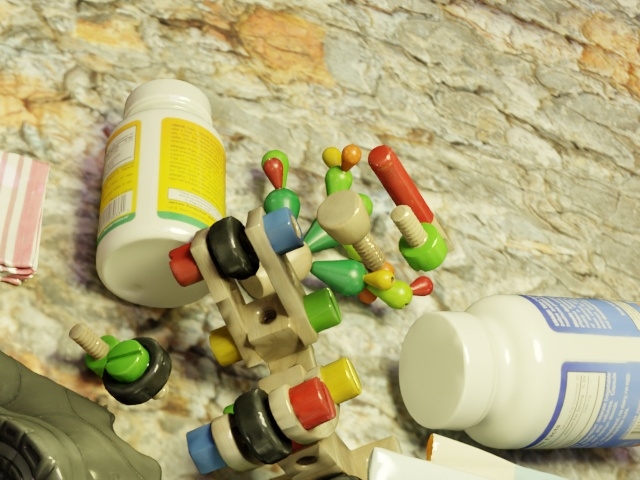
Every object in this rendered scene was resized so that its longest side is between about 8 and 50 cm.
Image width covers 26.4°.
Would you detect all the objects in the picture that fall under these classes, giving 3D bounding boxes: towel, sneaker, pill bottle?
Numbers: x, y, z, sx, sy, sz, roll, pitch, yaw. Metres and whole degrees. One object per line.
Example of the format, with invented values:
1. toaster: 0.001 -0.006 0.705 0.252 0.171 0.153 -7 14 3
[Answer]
1. towel: -0.343 -0.044 1.217 0.197 0.029 0.144 17 46 -21
2. sneaker: -0.228 0.144 1.027 0.130 0.109 0.286 6 20 -43
3. pill bottle: -0.148 -0.050 1.287 0.117 0.117 0.208 16 47 -22
4. pill bottle: 0.219 0.130 1.348 0.272 0.152 0.152 5 52 -30

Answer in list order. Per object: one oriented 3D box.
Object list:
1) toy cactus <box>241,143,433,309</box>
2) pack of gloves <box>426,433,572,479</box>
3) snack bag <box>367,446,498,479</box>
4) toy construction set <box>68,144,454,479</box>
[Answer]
1. toy cactus: 0.000 0.000 1.366 0.180 0.112 0.219 -34 85 -36
2. pack of gloves: 0.182 0.307 1.263 0.232 0.046 0.195 21 60 -20
3. snack bag: 0.155 0.361 1.072 0.323 0.037 0.342 18 66 -23
4. toy construction set: 0.004 0.101 1.164 0.257 0.309 0.237 41 -8 47
